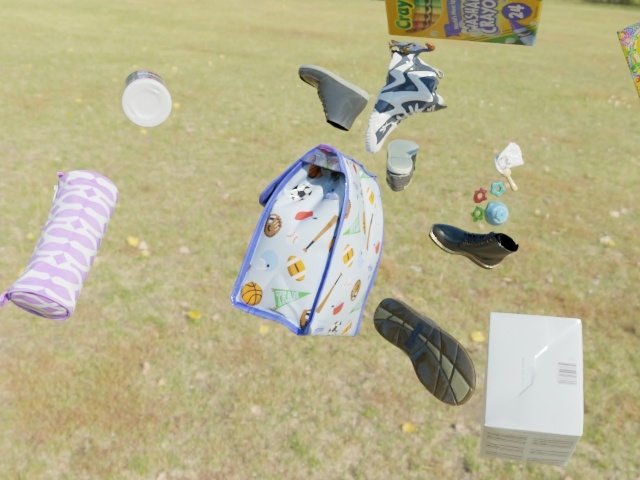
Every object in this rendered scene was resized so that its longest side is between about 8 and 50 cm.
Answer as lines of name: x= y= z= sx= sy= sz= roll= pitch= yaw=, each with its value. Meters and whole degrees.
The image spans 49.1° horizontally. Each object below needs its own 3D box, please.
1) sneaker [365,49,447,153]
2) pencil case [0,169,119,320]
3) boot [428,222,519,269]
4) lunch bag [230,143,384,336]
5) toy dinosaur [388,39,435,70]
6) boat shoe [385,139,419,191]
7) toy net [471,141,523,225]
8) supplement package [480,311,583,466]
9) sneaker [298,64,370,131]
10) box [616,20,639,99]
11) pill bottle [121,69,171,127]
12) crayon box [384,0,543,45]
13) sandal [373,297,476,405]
sneaker: x=0.198 y=-0.289 z=1.553 sx=0.153 sy=0.235 sz=0.094 roll=20 pitch=-3 yaw=4
pencil case: x=-0.330 y=0.001 z=0.905 sx=0.088 sy=0.086 sz=0.206 roll=18 pitch=55 yaw=-13
boot: x=0.383 y=-0.008 z=1.744 sx=0.197 sy=0.077 sz=0.137 roll=22 pitch=-23 yaw=-7
lunch bag: x=0.000 y=0.000 z=1.553 sx=0.238 sy=0.386 sz=0.328 roll=20 pitch=1 yaw=21
toy dinosaur: x=0.164 y=-0.349 z=1.253 sx=0.082 sy=0.047 sz=0.090 roll=-6 pitch=52 yaw=13
boat shoe: x=0.203 y=-0.196 z=1.786 sx=0.081 sy=0.069 sz=0.228 roll=9 pitch=28 yaw=9
toy net: x=0.482 y=-0.157 z=1.926 sx=0.122 sy=0.232 sz=0.045 roll=11 pitch=6 yaw=-10
supplement package: x=0.350 y=0.254 z=1.178 sx=0.149 sy=0.203 sz=0.194 roll=4 pitch=61 yaw=14
sneaker: x=0.012 y=-0.388 z=1.894 sx=0.222 sy=0.118 sz=0.083 roll=29 pitch=-4 yaw=20
box: x=0.740 y=-0.303 z=1.272 sx=0.279 sy=0.290 sz=0.177 roll=-19 pitch=2 yaw=38
pill bottle: x=-0.396 y=-0.328 z=1.585 sx=0.107 sy=0.108 sz=0.180 roll=-2 pitch=24 yaw=-16
crayon box: x=0.224 y=-0.441 z=1.221 sx=0.322 sy=0.083 sz=0.203 roll=9 pitch=-17 yaw=13
sandal: x=0.170 y=0.173 z=1.122 sx=0.060 sy=0.090 sz=0.219 roll=23 pitch=12 yaw=-49
